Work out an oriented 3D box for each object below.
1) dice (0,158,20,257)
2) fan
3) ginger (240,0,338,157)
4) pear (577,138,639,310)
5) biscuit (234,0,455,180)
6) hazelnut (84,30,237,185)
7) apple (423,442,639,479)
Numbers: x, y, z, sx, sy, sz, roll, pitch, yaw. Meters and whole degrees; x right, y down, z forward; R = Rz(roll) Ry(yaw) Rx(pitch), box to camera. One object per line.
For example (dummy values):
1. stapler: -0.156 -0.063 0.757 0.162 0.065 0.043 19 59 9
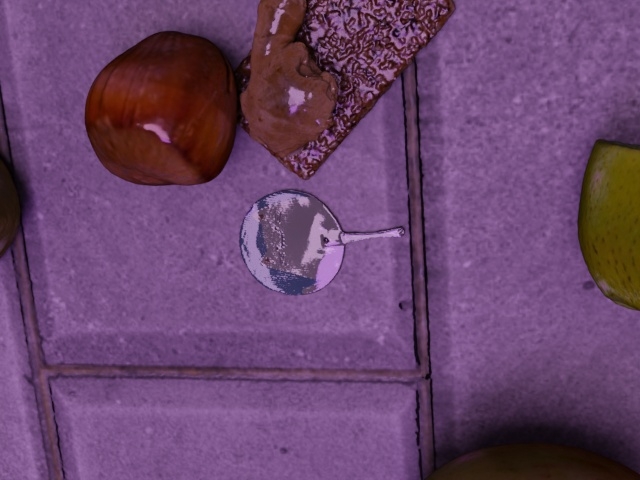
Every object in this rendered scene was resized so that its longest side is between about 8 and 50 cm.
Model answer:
1. dice: -0.469 -0.024 0.892 0.238 0.233 0.227 44 109 -3
2. fan: 0.000 0.000 0.915 0.175 0.005 0.113 -6 104 14
3. ginger: -0.025 -0.155 0.817 0.096 0.067 0.165 16 111 34
4. pear: 0.355 0.015 0.719 0.292 0.292 0.159 10 98 10
5. biscuit: 0.009 -0.176 0.855 0.131 0.025 0.231 41 109 0
6. hazelnut: -0.145 -0.123 0.850 0.150 0.150 0.150 3 106 12
7. apple: 0.202 0.346 0.812 0.277 0.319 0.319 -6 104 5
